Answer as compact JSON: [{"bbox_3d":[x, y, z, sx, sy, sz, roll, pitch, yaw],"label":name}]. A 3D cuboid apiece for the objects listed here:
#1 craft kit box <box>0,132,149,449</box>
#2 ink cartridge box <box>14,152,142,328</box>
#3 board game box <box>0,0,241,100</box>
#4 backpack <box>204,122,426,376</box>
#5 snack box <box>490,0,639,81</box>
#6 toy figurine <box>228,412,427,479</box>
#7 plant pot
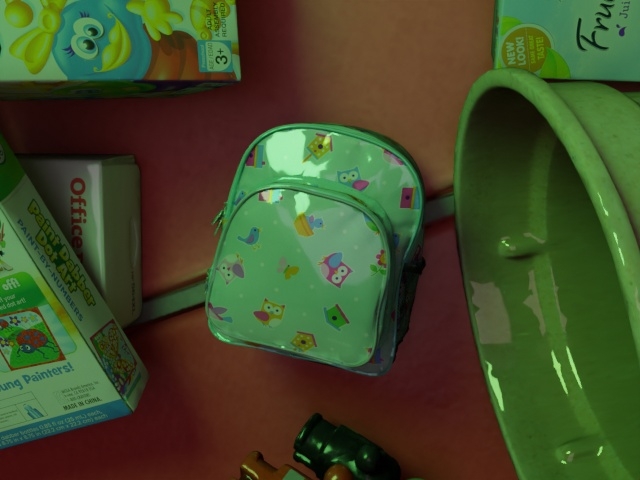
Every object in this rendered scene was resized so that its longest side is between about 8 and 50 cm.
[{"bbox_3d":[-0.298,0.056,0.627,0.250,0.061,0.246,-17,118,16],"label":"craft kit box"},{"bbox_3d":[-0.263,0.001,0.696,0.203,0.086,0.148,0,97,7],"label":"ink cartridge box"},{"bbox_3d":[-0.213,-0.172,0.573,0.275,0.144,0.142,-7,97,-31],"label":"board game box"},{"bbox_3d":[0.000,0.000,0.639,0.166,0.144,0.188,13,95,11],"label":"backpack"},{"bbox_3d":[0.236,-0.207,0.597,0.207,0.070,0.174,3,119,8],"label":"snack box"},{"bbox_3d":[-0.004,0.259,0.630,0.148,0.213,0.209,29,98,17],"label":"toy figurine"},{"bbox_3d":[0.283,0.027,0.543,0.305,0.334,0.334,-11,95,-4],"label":"plant pot"}]
